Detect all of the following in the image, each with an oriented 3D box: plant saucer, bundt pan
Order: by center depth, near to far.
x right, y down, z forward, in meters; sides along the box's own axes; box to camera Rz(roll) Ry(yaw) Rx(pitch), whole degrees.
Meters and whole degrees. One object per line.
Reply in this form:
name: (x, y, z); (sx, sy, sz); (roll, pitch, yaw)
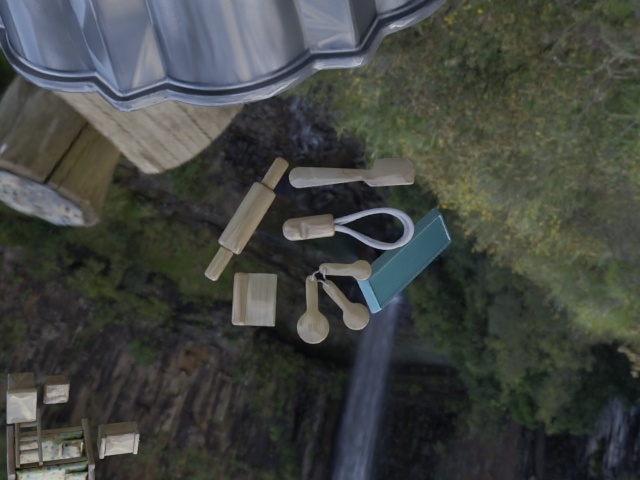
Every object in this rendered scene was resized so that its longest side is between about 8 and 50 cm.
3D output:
bundt pan: (-0.069, -0.234, 0.419); (0.330, 0.331, 0.124); (12, 149, 15)
plant saucer: (0.132, 0.028, 1.114); (0.018, 0.192, 0.067); (6, 129, 50)

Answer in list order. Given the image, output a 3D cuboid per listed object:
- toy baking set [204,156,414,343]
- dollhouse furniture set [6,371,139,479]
toy baking set: (-0.007, -0.002, 0.847); (0.196, 0.256, 0.030); (26, 173, 7)
dollhouse furniture set: (-0.335, 0.267, 1.026); (0.181, 0.101, 0.161); (-1, 122, -24)
